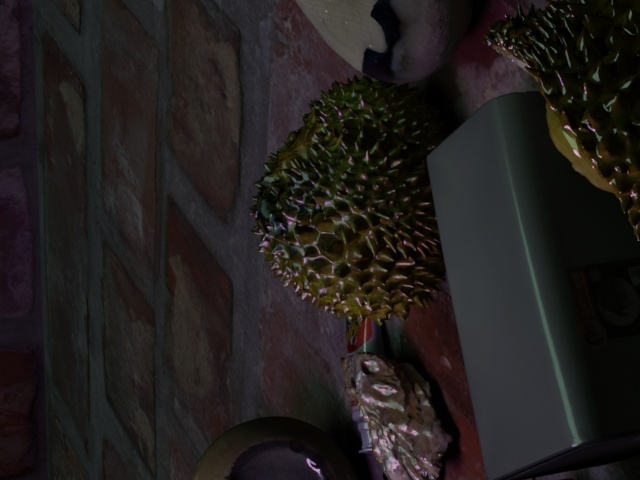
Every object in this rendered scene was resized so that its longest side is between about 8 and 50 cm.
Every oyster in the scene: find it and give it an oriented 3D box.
[{"bbox_3d":[0.087,0.211,2.247,0.133,0.072,0.209,-40,50,39],"label":"oyster"}]

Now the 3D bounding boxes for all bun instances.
[{"bbox_3d":[0.076,-0.313,1.978,0.283,0.179,0.283,49,160,25],"label":"bun"}]

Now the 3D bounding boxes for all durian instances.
[{"bbox_3d":[0.261,-0.129,1.618,0.306,0.172,0.166,49,163,31],"label":"durian"},{"bbox_3d":[0.037,-0.040,2.098,0.291,0.225,0.291,174,90,-72],"label":"durian"}]

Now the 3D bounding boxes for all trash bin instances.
[{"bbox_3d":[0.224,0.044,1.771,0.223,0.158,0.343,138,120,-65],"label":"trash bin"}]

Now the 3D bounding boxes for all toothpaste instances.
[{"bbox_3d":[0.062,0.155,2.365,0.089,0.057,0.234,150,116,-66],"label":"toothpaste"}]

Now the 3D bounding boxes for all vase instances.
[{"bbox_3d":[-0.042,0.407,2.544,0.329,0.241,0.302,49,165,6],"label":"vase"}]

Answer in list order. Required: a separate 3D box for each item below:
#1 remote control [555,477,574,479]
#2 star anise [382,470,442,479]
[{"bbox_3d":[0.217,0.386,1.988,0.038,0.123,0.285,-130,34,-49],"label":"remote control"},{"bbox_3d":[0.120,0.326,2.285,0.168,0.057,0.168,2,92,64],"label":"star anise"}]
